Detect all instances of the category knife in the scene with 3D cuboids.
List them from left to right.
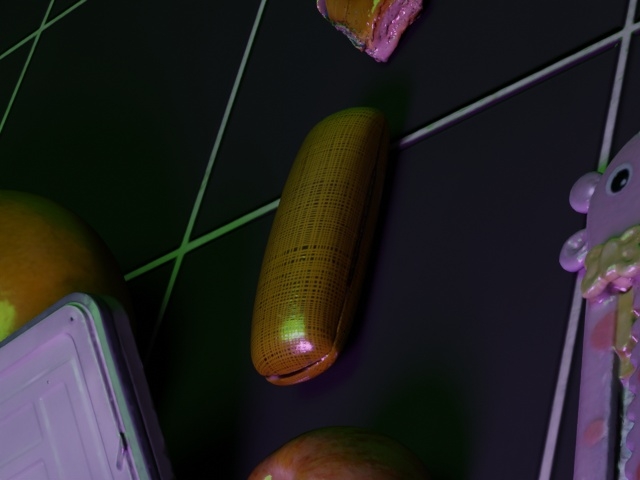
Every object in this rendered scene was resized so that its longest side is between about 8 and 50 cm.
[{"bbox_3d":[0.169,0.080,1.073,0.132,0.038,0.399,-33,34,41],"label":"knife"}]

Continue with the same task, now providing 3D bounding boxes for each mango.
[{"bbox_3d":[-0.326,0.102,1.645,0.445,0.232,0.300,-13,51,43],"label":"mango"}]

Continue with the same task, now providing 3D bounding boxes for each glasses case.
[{"bbox_3d":[0.000,0.000,1.408,0.079,0.064,0.234,-21,41,37],"label":"glasses case"}]

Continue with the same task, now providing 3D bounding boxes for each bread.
[{"bbox_3d":[0.039,-0.193,1.575,0.072,0.053,0.106,-54,32,10],"label":"bread"}]

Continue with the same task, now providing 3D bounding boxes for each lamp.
[{"bbox_3d":[-0.200,0.204,1.380,0.266,0.047,0.269,-33,67,34],"label":"lamp"}]

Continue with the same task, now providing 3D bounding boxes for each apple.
[{"bbox_3d":[0.007,0.168,1.162,0.126,0.102,0.126,-38,31,28],"label":"apple"}]
